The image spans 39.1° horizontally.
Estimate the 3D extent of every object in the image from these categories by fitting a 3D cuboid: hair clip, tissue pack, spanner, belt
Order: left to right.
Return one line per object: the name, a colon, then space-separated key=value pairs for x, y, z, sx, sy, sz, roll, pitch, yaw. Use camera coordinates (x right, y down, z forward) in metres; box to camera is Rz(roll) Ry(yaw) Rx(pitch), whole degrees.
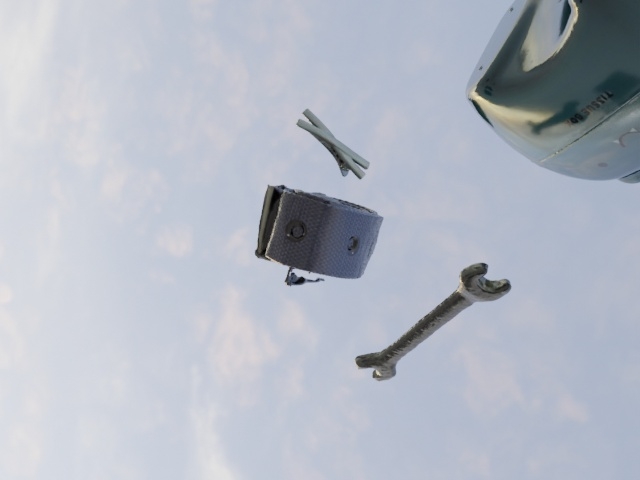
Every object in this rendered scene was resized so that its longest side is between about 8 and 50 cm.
belt: x=0.000 y=0.000 z=1.256 sx=0.139 sy=0.230 sz=0.126 roll=18 pitch=-85 yaw=18
hair clip: x=0.011 y=-0.122 z=1.171 sx=0.039 sy=0.115 sz=0.030 roll=-22 pitch=-148 yaw=46
spanner: x=0.111 y=0.093 z=0.952 sx=0.254 sy=0.054 sz=0.015 roll=-48 pitch=-153 yaw=48
tissue pack: x=0.292 y=-0.182 z=0.845 sx=0.198 sy=0.206 sz=0.287 roll=-62 pitch=-170 yaw=-28
